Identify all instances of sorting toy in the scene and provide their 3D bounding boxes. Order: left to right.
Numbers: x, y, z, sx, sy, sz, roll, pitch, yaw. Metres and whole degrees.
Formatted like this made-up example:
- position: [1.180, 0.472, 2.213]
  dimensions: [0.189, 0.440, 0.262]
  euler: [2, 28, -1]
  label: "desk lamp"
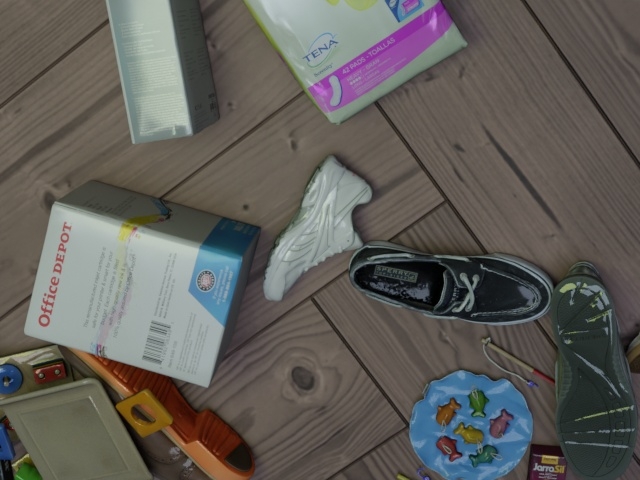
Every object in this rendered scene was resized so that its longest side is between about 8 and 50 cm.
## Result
- position: [-0.437, 0.245, 1.842]
  dimensions: [0.132, 0.046, 0.275]
  euler: [-12, 103, -12]
  label: "sorting toy"
- position: [-0.352, 0.284, 1.774]
  dimensions: [0.347, 0.047, 0.196]
  euler: [-15, 115, 25]
  label: "sorting toy"

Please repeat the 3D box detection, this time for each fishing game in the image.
- position: [0.226, 0.282, 1.818]
  dimensions: [0.189, 0.041, 0.264]
  euler: [32, 103, -5]
  label: "fishing game"

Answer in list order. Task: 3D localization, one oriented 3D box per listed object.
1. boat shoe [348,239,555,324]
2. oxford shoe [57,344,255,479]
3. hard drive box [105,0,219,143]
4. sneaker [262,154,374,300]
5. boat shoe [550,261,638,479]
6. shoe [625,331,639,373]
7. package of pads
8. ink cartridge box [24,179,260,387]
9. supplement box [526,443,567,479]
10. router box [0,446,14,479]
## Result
- position: [0.188, 0.065, 1.739]
  dimensions: [0.301, 0.102, 0.108]
  euler: [13, 103, 2]
  label: "boat shoe"
- position: [-0.272, 0.267, 1.816]
  dimensions: [0.363, 0.130, 0.133]
  euler: [44, 110, -4]
  label: "oxford shoe"
- position: [-0.215, -0.262, 1.662]
  dimensions: [0.089, 0.181, 0.232]
  euler: [-7, 101, 8]
  label: "hard drive box"
- position: [0.000, 0.000, 1.751]
  dimensions: [0.115, 0.090, 0.232]
  euler: [29, 104, -5]
  label: "sneaker"
- position: [0.394, 0.192, 1.754]
  dimensions: [0.118, 0.103, 0.320]
  euler: [-7, 104, 20]
  label: "boat shoe"
- position: [0.528, 0.116, 1.750]
  dimensions: [0.219, 0.058, 0.076]
  euler: [-37, 128, 16]
  label: "shoe"
- position: [0.026, -0.331, 1.649]
  dimensions: [0.229, 0.101, 0.296]
  euler: [-31, 108, 11]
  label: "package of pads"
- position: [-0.248, 0.054, 1.726]
  dimensions: [0.270, 0.197, 0.198]
  euler: [16, 104, 1]
  label: "ink cartridge box"
- position: [0.339, 0.353, 1.820]
  dimensions: [0.055, 0.043, 0.083]
  euler: [4, 102, 5]
  label: "supplement box"
- position: [-0.559, 0.314, 1.889]
  dimensions: [0.133, 0.046, 0.179]
  euler: [-6, 102, 6]
  label: "router box"
